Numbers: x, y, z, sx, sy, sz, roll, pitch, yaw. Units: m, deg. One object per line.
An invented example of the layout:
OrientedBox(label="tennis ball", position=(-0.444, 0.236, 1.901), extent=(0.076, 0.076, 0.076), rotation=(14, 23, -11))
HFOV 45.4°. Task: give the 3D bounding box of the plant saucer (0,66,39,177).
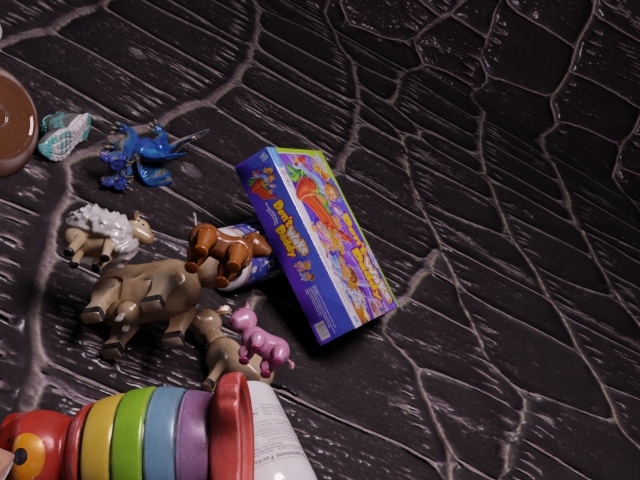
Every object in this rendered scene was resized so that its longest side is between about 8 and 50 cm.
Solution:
OrientedBox(label="plant saucer", position=(-0.544, -0.203, 1.269), extent=(0.198, 0.036, 0.199), rotation=(7, 81, -55))

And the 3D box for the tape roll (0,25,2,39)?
OrientedBox(label="tape roll", position=(-0.739, -0.410, 1.481), extent=(0.219, 0.072, 0.219), rotation=(23, 31, -15))

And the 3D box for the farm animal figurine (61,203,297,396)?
OrientedBox(label="farm animal figurine", position=(-0.193, 0.090, 1.129), extent=(0.326, 0.331, 0.172), rotation=(3, 34, 5))

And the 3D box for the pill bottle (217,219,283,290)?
OrientedBox(label="pill bottle", position=(-0.120, 0.020, 1.398), extent=(0.112, 0.112, 0.186), rotation=(45, 32, 20))

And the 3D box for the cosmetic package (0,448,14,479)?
OrientedBox(label="cosmetic package", position=(-0.467, 0.235, 0.712), extent=(0.296, 0.153, 0.129), rotation=(27, 28, -14))

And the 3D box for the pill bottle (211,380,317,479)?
OrientedBox(label="pill bottle", position=(-0.077, 0.310, 0.993), extent=(0.131, 0.131, 0.229), rotation=(5, 40, -40))

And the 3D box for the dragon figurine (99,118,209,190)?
OrientedBox(label="dragon figurine", position=(-0.324, -0.161, 1.497), extent=(0.289, 0.085, 0.144), rotation=(-5, 47, -47))

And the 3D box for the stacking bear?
OrientedBox(label="stacking bear", position=(-0.226, 0.244, 0.867), extent=(0.288, 0.164, 0.176), rotation=(-2, 78, 1))

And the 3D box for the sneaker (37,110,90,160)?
OrientedBox(label="sneaker", position=(-0.496, -0.199, 1.431), extent=(0.076, 0.065, 0.166), rotation=(15, 27, 2))

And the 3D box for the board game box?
OrientedBox(label="board game box", position=(0.000, 0.000, 1.409), extent=(0.347, 0.078, 0.233), rotation=(64, 24, 7))
